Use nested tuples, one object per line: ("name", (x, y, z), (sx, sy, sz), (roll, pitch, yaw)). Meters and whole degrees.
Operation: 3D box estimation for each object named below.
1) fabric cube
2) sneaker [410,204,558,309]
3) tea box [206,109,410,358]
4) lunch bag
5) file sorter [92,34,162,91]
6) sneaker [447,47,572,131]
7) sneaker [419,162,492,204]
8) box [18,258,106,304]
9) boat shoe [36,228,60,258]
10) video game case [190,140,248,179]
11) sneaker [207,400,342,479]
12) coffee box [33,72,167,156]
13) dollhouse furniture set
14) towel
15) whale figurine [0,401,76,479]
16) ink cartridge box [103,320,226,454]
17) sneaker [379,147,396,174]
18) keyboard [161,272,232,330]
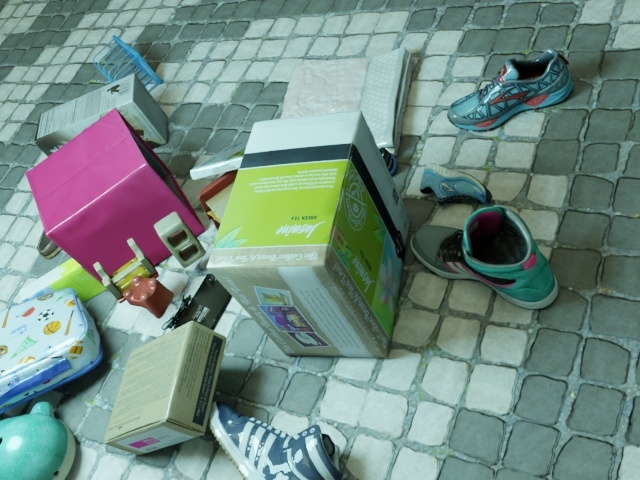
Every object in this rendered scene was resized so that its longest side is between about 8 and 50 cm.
("fabric cube", (-0.466, -0.089, 1.681), (0.258, 0.254, 0.259), (-37, 49, -1))
("sneaker", (0.265, 0.007, 1.294), (0.295, 0.178, 0.124), (23, 68, 37))
("tea box", (0.000, 0.000, 1.330), (0.219, 0.329, 0.324), (-2, 56, 25))
("lunch bag", (-0.622, 0.240, 1.554), (0.303, 0.115, 0.243), (-27, 39, -13))
("file sorter", (-0.560, -0.490, 2.122), (0.104, 0.118, 0.170), (-44, 49, -6))
("sneaker", (0.379, -0.321, 1.522), (0.261, 0.125, 0.104), (-21, 48, 11))
("sneaker", (0.266, -0.097, 1.465), (0.162, 0.063, 0.073), (24, 86, 42))
("box", (-0.593, 0.117, 1.682), (0.178, 0.109, 0.042), (-30, 52, 2))
("boat shoe", (-0.664, -0.056, 1.875), (0.073, 0.073, 0.207), (5, 59, 28))
("video game case", (-0.148, -0.194, 1.609), (0.206, 0.026, 0.227), (-12, 16, 20))
("sneaker", (-0.076, 0.344, 1.262), (0.153, 0.099, 0.282), (-41, 49, -8))
("coffee box", (-0.575, -0.294, 1.946), (0.297, 0.168, 0.119), (-20, 49, 13))
("dollhouse furniture set", (-0.246, 0.041, 1.524), (0.374, 0.152, 0.201), (-36, 48, -8))
("towel", (0.047, -0.311, 1.729), (0.316, 0.053, 0.332), (-5, 53, 23))
("whale figurine", (-0.614, 0.405, 1.452), (0.272, 0.141, 0.216), (14, 63, 34))
("ink cartridge box", (-0.288, 0.277, 1.366), (0.234, 0.088, 0.193), (-27, 43, 42))
("sneaker", (0.067, -0.152, 1.580), (0.188, 0.078, 0.067), (-20, 49, 13))
("keyboard", (-0.256, 0.156, 1.547), (0.100, 0.038, 0.192), (23, 65, 12))
